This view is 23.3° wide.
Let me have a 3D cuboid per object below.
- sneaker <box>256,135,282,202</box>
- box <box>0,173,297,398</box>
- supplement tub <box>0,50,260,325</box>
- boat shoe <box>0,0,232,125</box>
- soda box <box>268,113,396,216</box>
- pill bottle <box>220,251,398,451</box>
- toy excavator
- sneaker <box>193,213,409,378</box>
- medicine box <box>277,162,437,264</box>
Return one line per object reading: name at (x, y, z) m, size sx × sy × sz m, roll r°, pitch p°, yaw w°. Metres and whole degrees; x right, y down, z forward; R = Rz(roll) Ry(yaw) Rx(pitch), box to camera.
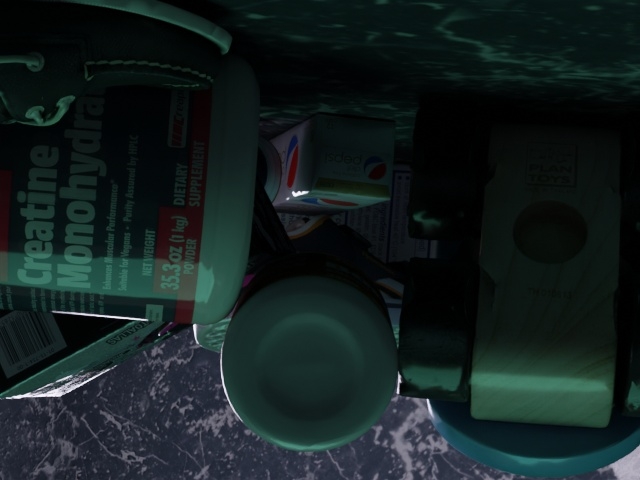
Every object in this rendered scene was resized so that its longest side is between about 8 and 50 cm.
sneaker at (-0.184, -0.065, 1.382) m, size 0.282 × 0.099 × 0.153 m, roll 5°, pitch 178°, yaw 32°
box at (-0.166, 0.007, 1.262) m, size 0.247 × 0.163 × 0.142 m, roll -29°, pitch 170°, yaw 10°
supplement tub at (-0.184, -0.045, 1.052) m, size 0.272 × 0.191 × 0.191 m, roll 4°, pitch 175°, yaw -6°
boat shoe at (-0.195, -0.108, 0.899) m, size 0.303 × 0.091 × 0.114 m, roll 7°, pitch 175°, yaw -25°
soda box at (0.002, -0.064, 1.406) m, size 0.074 × 0.069 × 0.216 m, roll 5°, pitch 175°, yaw -14°
pill bottle at (-0.007, 0.072, 1.135) m, size 0.121 × 0.121 × 0.216 m, roll 4°, pitch -173°, yaw -1°
toy excavator at (0.193, 0.041, 1.365) m, size 0.222 × 0.433 × 0.445 m, roll 3°, pitch 147°, yaw 6°
sneaker at (0.025, 0.048, 1.481) m, size 0.321 × 0.127 × 0.126 m, roll 12°, pitch 146°, yaw -34°
medicine box at (0.000, 0.000, 1.704) m, size 0.289 × 0.149 × 0.263 m, roll 4°, pitch 176°, yaw 10°
